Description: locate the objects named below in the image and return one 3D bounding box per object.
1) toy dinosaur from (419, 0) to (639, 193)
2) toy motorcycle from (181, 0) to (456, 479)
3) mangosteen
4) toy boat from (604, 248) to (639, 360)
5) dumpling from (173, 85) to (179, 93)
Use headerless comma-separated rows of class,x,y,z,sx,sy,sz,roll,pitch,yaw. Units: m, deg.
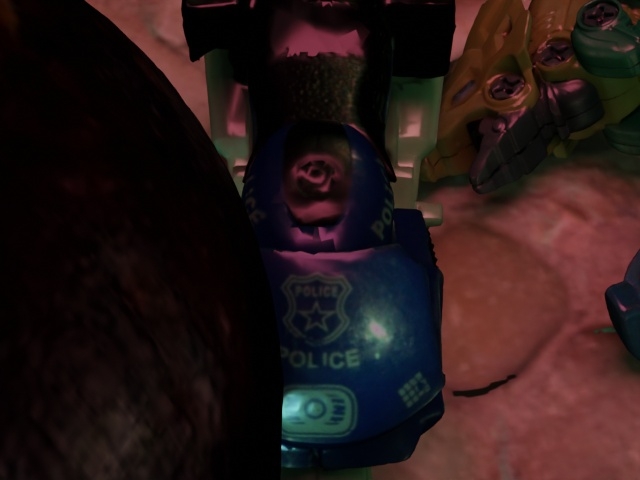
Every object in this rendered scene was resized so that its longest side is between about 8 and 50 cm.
toy dinosaur,0.151,-0.121,0.821,0.153,0.094,0.259,13,58,33
toy motorcycle,0.000,0.000,0.675,0.125,0.196,0.331,1,55,0
mangosteen,-0.217,0.027,0.453,0.382,0.435,0.382,-21,37,17
toy boat,0.227,-0.001,0.741,0.215,0.102,0.088,-19,54,-14
dumpling,-0.143,-0.002,0.735,0.176,0.092,0.150,-12,52,-9
